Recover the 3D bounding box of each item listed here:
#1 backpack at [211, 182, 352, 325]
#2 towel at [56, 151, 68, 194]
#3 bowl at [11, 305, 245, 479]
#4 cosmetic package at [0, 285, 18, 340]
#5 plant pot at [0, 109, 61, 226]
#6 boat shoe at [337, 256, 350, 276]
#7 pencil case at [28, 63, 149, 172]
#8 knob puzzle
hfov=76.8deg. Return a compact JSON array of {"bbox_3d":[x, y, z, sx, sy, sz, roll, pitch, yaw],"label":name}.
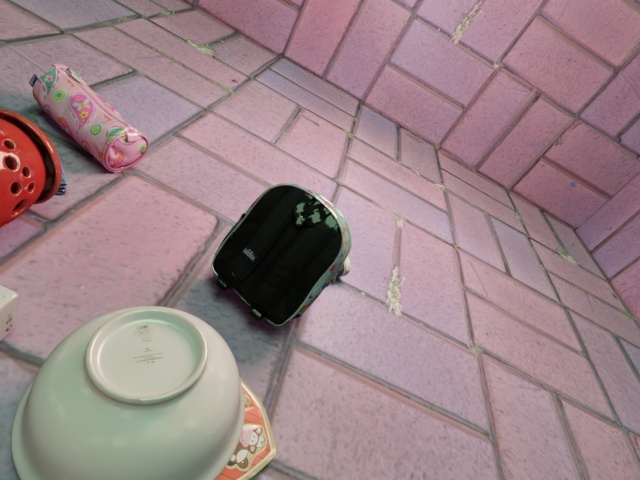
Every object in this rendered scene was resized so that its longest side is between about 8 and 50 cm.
[{"bbox_3d":[-0.062,0.017,0.826,0.225,0.253,0.191,39,14,12],"label":"backpack"},{"bbox_3d":[-0.558,-0.142,0.819,0.067,0.029,0.119,-4,48,-41],"label":"towel"},{"bbox_3d":[-0.233,0.187,0.539,0.297,0.134,0.298,16,34,-11],"label":"bowl"},{"bbox_3d":[-0.495,0.136,0.471,0.117,0.085,0.231,27,33,-8],"label":"cosmetic package"},{"bbox_3d":[-0.549,-0.119,0.654,0.191,0.191,0.174,29,30,-5],"label":"plant pot"},{"bbox_3d":[0.000,0.000,1.050,0.070,0.078,0.219,-1,48,-42],"label":"boat shoe"},{"bbox_3d":[-0.535,-0.285,0.939,0.284,0.124,0.124,42,35,12],"label":"pencil case"},{"bbox_3d":[-0.153,0.283,0.612,0.213,0.030,0.213,22,35,-16],"label":"knob puzzle"}]
